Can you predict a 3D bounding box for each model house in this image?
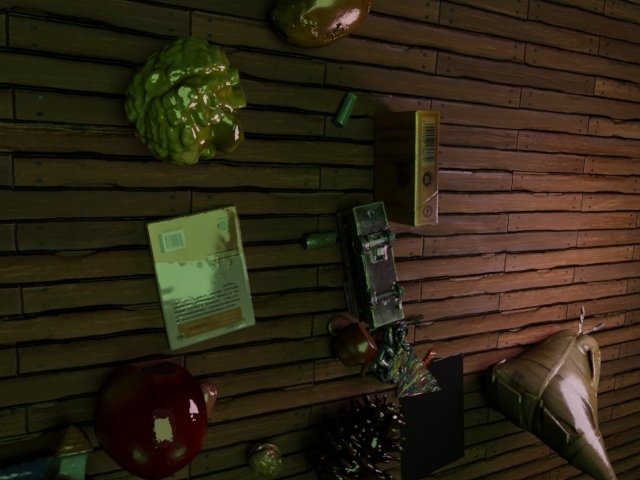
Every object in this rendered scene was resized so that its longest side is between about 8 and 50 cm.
[{"bbox_3d":[-0.522,0.529,1.045,0.251,0.294,0.330,3,100,-34],"label":"model house"}]

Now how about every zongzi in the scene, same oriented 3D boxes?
[{"bbox_3d":[0.820,0.478,1.704,0.499,0.467,0.218,-21,130,-26],"label":"zongzi"}]

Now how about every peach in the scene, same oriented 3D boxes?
[{"bbox_3d":[-0.352,0.376,1.166,0.243,0.199,0.244,0,87,0],"label":"peach"}]

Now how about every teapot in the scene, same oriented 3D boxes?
[{"bbox_3d":[0.077,0.274,1.455,0.116,0.116,0.173,-35,87,-20],"label":"teapot"}]

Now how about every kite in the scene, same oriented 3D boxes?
[{"bbox_3d":[0.280,0.380,1.629,0.189,0.009,0.232,-46,117,-14],"label":"kite"}]

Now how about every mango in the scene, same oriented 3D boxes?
[{"bbox_3d":[0.003,-0.524,1.249,0.248,0.151,0.156,-27,80,-16],"label":"mango"}]

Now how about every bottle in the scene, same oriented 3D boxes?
[{"bbox_3d":[0.061,-0.319,1.372,0.030,0.030,0.083,27,85,-30],"label":"bottle"}]

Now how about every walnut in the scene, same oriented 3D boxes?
[{"bbox_3d":[-0.134,0.543,1.391,0.096,0.079,0.082,45,78,-28],"label":"walnut"}]

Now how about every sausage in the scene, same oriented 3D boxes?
[{"bbox_3d":[-0.287,0.399,1.288,0.062,0.062,0.154,25,87,-30],"label":"sausage"}]

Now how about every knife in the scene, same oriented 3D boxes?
[{"bbox_3d":[0.196,0.234,1.553,0.222,0.021,0.046,-17,123,-23],"label":"knife"}]

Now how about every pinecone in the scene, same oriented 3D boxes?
[{"bbox_3d":[0.109,0.527,1.440,0.246,0.246,0.292,46,65,-28],"label":"pinecone"}]

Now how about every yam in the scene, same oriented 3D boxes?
[{"bbox_3d":[0.000,0.000,1.389,0.094,0.043,0.043,-3,101,-27],"label":"yam"}]

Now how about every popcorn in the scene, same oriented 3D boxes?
[{"bbox_3d":[-0.248,-0.275,1.113,0.251,0.205,0.237,-23,94,-42],"label":"popcorn"}]

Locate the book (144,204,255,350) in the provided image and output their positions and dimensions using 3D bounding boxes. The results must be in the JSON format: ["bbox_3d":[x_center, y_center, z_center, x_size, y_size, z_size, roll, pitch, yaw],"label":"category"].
[{"bbox_3d":[-0.264,0.082,1.267,0.207,0.020,0.296,-14,106,-27],"label":"book"}]

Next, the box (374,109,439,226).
[{"bbox_3d":[0.210,-0.180,1.398,0.076,0.174,0.274,-6,101,-27],"label":"box"}]

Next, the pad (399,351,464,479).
[{"bbox_3d":[0.340,0.537,1.701,0.247,0.007,0.368,-11,104,-27],"label":"pad"}]

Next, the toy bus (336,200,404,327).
[{"bbox_3d":[0.121,0.058,1.418,0.113,0.139,0.302,-13,97,-27],"label":"toy bus"}]

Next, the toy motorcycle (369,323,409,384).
[{"bbox_3d":[0.184,0.318,1.538,0.124,0.061,0.194,-8,113,-34],"label":"toy motorcycle"}]
